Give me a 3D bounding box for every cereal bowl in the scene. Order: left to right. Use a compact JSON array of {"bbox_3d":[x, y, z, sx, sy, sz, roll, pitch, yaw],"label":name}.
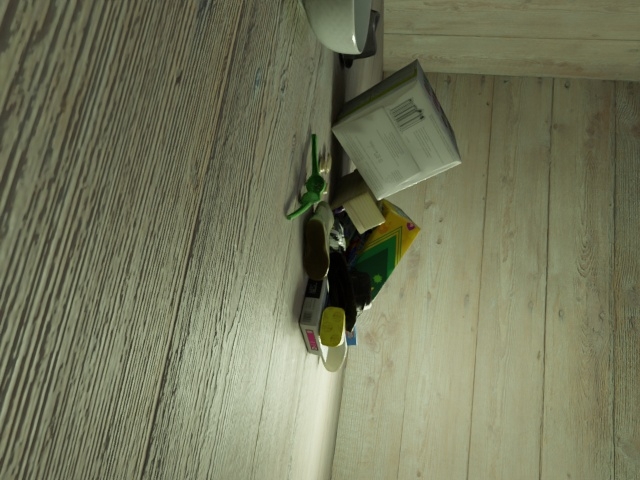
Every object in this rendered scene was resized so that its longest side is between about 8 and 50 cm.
[{"bbox_3d":[0.029,-0.578,0.868,0.339,0.141,0.339,6,90,-81],"label":"cereal bowl"}]

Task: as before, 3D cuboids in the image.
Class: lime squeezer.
[{"bbox_3d":[-0.024,-0.142,1.101,0.110,0.058,0.310,84,16,-52],"label":"lime squeezer"}]

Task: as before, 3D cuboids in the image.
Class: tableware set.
[{"bbox_3d":[0.010,-0.209,1.366,0.141,0.020,0.169,-34,131,-75],"label":"tableware set"}]

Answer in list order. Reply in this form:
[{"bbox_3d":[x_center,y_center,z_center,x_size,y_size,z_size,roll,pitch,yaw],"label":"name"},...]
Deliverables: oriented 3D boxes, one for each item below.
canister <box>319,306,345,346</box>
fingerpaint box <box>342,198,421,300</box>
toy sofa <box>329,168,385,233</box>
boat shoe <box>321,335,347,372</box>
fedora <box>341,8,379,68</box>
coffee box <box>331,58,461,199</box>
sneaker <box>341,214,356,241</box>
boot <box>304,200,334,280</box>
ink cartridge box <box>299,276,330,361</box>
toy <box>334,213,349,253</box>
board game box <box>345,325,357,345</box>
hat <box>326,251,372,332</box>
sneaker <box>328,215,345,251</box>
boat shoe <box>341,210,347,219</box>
[{"bbox_3d":[0.046,0.293,1.385,0.170,0.073,0.126,66,30,-74],"label":"canister"},{"bbox_3d":[0.248,0.011,1.885,0.371,0.163,0.445,-58,-173,14],"label":"fingerpaint box"},{"bbox_3d":[0.175,-0.181,1.727,0.150,0.177,0.362,56,27,-21],"label":"toy sofa"},{"bbox_3d":[0.064,0.414,1.823,0.097,0.116,0.324,-22,113,-76],"label":"boat shoe"},{"bbox_3d":[0.147,-0.756,1.491,0.275,0.124,0.244,32,64,-79],"label":"fedora"},{"bbox_3d":[0.295,-0.422,1.576,0.338,0.338,0.334,54,28,-22],"label":"coffee box"},{"bbox_3d":[0.117,-0.045,1.924,0.229,0.092,0.087,-64,172,-1],"label":"sneaker"},{"bbox_3d":[0.000,0.000,1.281,0.165,0.077,0.213,-71,161,-59],"label":"boot"},{"bbox_3d":[-0.007,0.288,1.462,0.371,0.069,0.176,78,20,-55],"label":"ink cartridge box"},{"bbox_3d":[0.094,0.011,1.789,0.137,0.056,0.237,-113,-155,-62],"label":"toy"},{"bbox_3d":[0.127,0.313,1.748,0.210,0.047,0.160,-80,163,-61],"label":"board game box"},{"bbox_3d":[0.122,0.183,1.555,0.331,0.134,0.331,171,-90,-75],"label":"hat"},{"bbox_3d":[0.063,-0.028,1.617,0.234,0.078,0.106,65,36,-68],"label":"sneaker"},{"bbox_3d":[0.142,-0.144,2.076,0.079,0.084,0.233,54,32,-13],"label":"boat shoe"}]
